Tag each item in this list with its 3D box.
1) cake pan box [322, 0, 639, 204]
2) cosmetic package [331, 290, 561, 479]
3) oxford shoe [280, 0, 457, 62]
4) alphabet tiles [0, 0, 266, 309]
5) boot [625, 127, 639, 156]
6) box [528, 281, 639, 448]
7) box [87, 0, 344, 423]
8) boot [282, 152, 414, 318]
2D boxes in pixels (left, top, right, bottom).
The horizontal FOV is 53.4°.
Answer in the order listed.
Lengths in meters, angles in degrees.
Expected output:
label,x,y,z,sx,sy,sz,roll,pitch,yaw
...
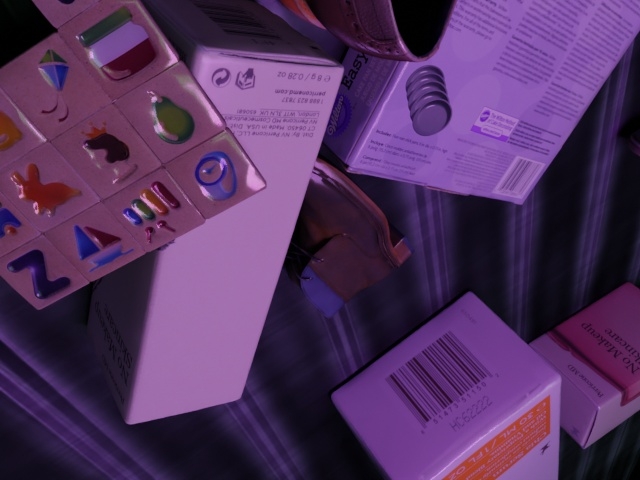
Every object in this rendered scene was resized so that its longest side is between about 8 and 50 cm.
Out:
label,x,y,z,sx,sy,sz,roll,pitch,yaw
cake pan box,0.153,-0.157,0.528,0.267,0.070,0.246,4,124,-41
cosmetic package,0.200,0.299,0.903,0.230,0.161,0.453,-35,141,-8
oxford shoe,0.073,-0.268,0.309,0.130,0.133,0.364,-12,132,-31
alphabet tiles,-0.178,-0.047,0.314,0.237,0.009,0.198,-27,122,12
boot,0.459,-0.192,0.738,0.189,0.076,0.208,-24,146,-41
box,0.467,0.198,1.038,0.232,0.148,0.127,-26,137,-19
box,-0.086,-0.014,0.429,0.094,0.113,0.275,-5,127,-35
boot,0.000,0.000,0.533,0.106,0.082,0.219,-47,142,2
